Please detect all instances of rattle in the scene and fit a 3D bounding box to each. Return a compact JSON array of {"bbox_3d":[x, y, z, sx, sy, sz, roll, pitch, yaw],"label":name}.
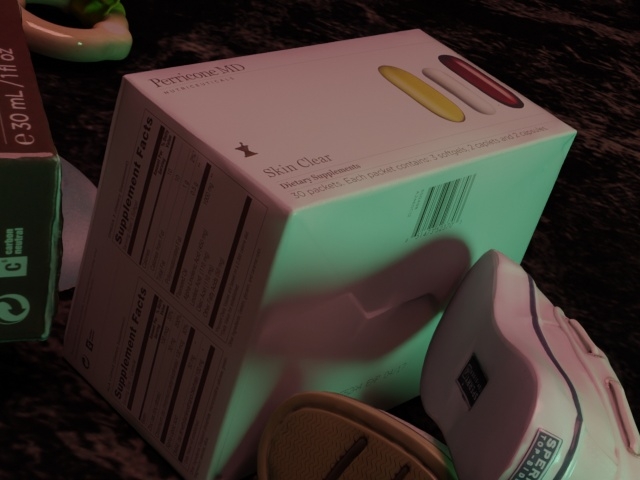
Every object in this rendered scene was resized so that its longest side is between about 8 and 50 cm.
[{"bbox_3d":[-0.249,-0.231,1.128,0.199,0.143,0.130,11,50,-25],"label":"rattle"}]

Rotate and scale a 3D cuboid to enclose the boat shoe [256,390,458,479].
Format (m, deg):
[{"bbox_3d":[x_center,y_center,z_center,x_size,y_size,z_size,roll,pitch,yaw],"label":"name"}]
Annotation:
[{"bbox_3d":[0.096,0.183,0.695,0.302,0.113,0.103,35,14,29],"label":"boat shoe"}]

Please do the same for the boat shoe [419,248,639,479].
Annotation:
[{"bbox_3d":[0.112,0.083,0.708,0.084,0.095,0.258,28,19,-9],"label":"boat shoe"}]

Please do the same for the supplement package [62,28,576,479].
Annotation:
[{"bbox_3d":[0.000,0.000,0.823,0.145,0.204,0.262,38,36,30],"label":"supplement package"}]

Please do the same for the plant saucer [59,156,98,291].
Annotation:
[{"bbox_3d":[-0.231,-0.033,0.913,0.195,0.037,0.195,14,32,-9],"label":"plant saucer"}]

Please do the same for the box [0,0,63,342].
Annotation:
[{"bbox_3d":[-0.348,-0.042,0.729,0.381,0.143,0.191,-4,38,-20],"label":"box"}]
